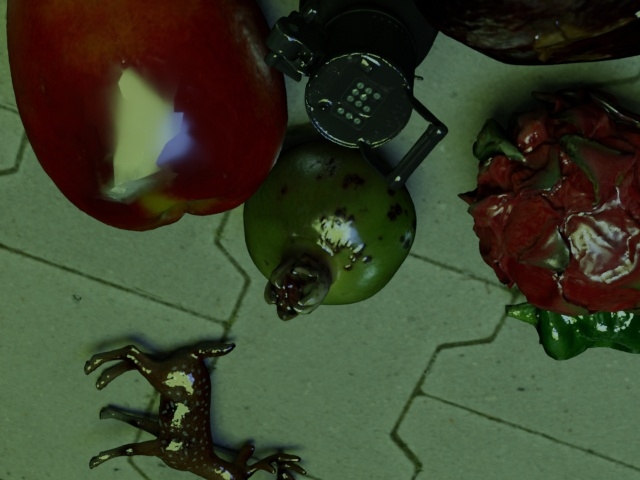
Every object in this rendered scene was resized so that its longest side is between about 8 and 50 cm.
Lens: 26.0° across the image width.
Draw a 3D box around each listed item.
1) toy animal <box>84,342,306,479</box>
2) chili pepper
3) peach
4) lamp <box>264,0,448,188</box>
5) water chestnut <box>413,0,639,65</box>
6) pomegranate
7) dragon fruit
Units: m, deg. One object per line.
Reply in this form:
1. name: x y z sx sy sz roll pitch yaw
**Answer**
1. toy animal: -0.151 0.234 1.667 0.260 0.087 0.243 5 125 8
2. chili pepper: 0.336 0.071 1.496 0.271 0.099 0.136 -7 147 5
3. peach: -0.180 -0.181 1.358 0.281 0.281 0.338 -22 83 20
4. lamp: 0.033 -0.172 1.292 0.172 0.227 0.147 33 121 -14
5. water chestnut: 0.182 -0.311 1.132 0.347 0.335 0.335 14 131 -42
6. pomegranate: -0.007 -0.003 1.430 0.179 0.210 0.179 36 151 24
7. dragon fruit: 0.282 -0.025 1.373 0.293 0.233 0.234 27 122 -15
